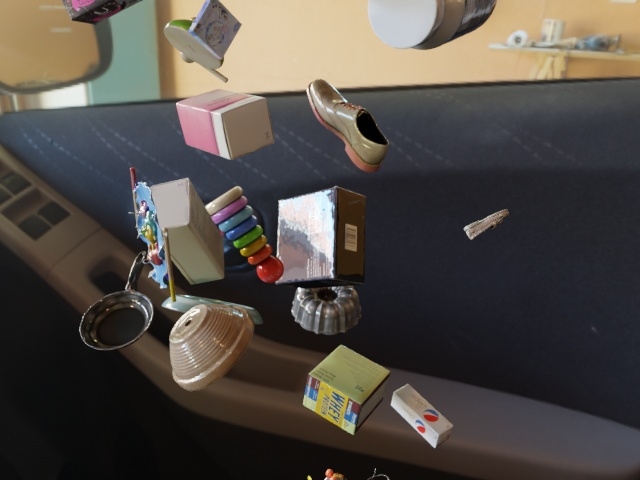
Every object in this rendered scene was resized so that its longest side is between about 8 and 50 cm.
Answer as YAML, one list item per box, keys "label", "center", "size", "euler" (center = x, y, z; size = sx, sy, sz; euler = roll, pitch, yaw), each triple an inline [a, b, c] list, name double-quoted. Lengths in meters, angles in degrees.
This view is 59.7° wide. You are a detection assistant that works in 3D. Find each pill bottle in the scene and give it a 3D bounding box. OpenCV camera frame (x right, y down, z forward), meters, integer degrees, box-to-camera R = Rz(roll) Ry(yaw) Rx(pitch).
- label: "pill bottle"
  center: [0.212, -0.447, 1.035]
  size: [0.162, 0.162, 0.278]
  euler: [17, 35, 31]

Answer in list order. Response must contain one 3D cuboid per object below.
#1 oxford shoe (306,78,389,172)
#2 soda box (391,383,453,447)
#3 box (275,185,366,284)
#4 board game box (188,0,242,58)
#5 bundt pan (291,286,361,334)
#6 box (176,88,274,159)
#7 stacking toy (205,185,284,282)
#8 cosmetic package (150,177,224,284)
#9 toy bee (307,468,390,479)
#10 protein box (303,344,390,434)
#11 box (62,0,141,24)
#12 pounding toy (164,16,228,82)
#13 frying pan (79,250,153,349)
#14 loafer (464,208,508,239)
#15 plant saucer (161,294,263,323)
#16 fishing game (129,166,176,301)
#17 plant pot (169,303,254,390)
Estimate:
- label: "oxford shoe"
  center: [0.091, -0.374, 1.671]
  size: [0.123, 0.130, 0.348]
  euler: [-31, 76, -34]
- label: "soda box"
  center: [0.339, 0.589, 1.881]
  size: [0.073, 0.069, 0.216]
  euler: [-19, 40, -32]
- label: "box"
  center: [0.000, 0.000, 2.125]
  size: [0.312, 0.344, 0.178]
  euler: [-7, -14, 42]
- label: "board game box"
  center: [-0.217, -0.442, 1.159]
  size: [0.020, 0.090, 0.090]
  euler: [22, -10, 42]
- label: "bundt pan"
  center: [0.032, 0.275, 2.561]
  size: [0.330, 0.124, 0.331]
  euler: [3, 35, -2]
- label: "box"
  center: [-0.257, -0.317, 1.496]
  size: [0.148, 0.127, 0.232]
  euler: [-30, 35, -32]
- label: "stacking toy"
  center: [-0.234, -0.004, 1.813]
  size: [0.141, 0.331, 0.141]
  euler: [-31, 10, 6]
- label: "cosmetic package"
  center: [-0.375, -0.017, 1.603]
  size: [0.113, 0.310, 0.160]
  euler: [-12, 56, 4]
- label: "toy bee"
  center: [0.024, 0.703, 1.537]
  size: [0.195, 0.162, 0.298]
  euler: [12, 50, 48]
- label: "protein box"
  center: [0.086, 0.482, 1.825]
  size: [0.199, 0.136, 0.201]
  euler: [24, 31, 25]
- label: "box"
  center: [-0.580, -0.716, 1.515]
  size: [0.247, 0.164, 0.142]
  euler: [-21, 13, 12]
- label: "pounding toy"
  center: [-0.337, -0.584, 1.613]
  size: [0.182, 0.110, 0.237]
  euler: [27, -9, 4]
- label: "frying pan"
  center: [-0.566, 0.177, 1.554]
  size: [0.197, 0.053, 0.326]
  euler: [-16, 45, -9]
- label: "loafer"
  center: [0.446, -0.042, 1.486]
  size: [0.125, 0.039, 0.045]
  euler: [-24, -10, 1]
- label: "plant saucer"
  center: [-0.331, 0.212, 1.742]
  size: [0.317, 0.044, 0.317]
  euler: [11, -5, 1]
- label: "fishing game"
  center: [-0.299, -0.007, 0.957]
  size: [0.041, 0.189, 0.264]
  euler: [-13, 38, -25]
- label: "plant pot"
  center: [-0.284, 0.233, 1.344]
  size: [0.237, 0.110, 0.237]
  euler: [-31, 26, 18]
